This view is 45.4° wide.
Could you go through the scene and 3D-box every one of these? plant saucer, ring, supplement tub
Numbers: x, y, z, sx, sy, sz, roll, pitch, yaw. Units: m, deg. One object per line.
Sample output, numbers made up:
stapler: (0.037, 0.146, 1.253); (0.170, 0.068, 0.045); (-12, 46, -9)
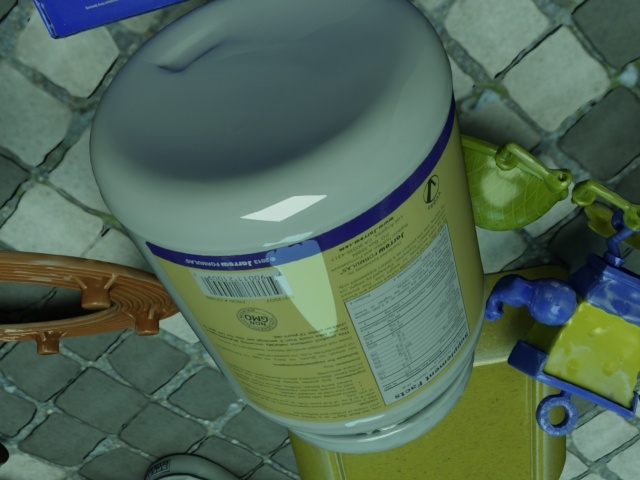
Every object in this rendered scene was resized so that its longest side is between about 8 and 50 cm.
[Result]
plant saucer: (0.123, 0.203, 0.857); (0.333, 0.081, 0.332); (-10, 125, 3)
ring: (-0.283, 0.064, 0.639); (0.337, 0.032, 0.336); (-5, 165, -1)
supplement tub: (0.000, 0.000, 0.592); (0.241, 0.241, 0.331); (-15, 137, 6)

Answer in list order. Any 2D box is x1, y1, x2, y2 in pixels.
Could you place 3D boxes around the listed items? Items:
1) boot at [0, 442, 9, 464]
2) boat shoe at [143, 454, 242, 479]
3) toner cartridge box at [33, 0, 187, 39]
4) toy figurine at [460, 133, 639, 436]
boot: (-0.420, 0.271, 0.891); (0.107, 0.037, 0.114); (20, 118, -1)
boat shoe: (-0.060, 0.404, 0.934); (0.367, 0.156, 0.136); (38, 115, -25)
toner cartridge box: (-0.052, -0.270, 0.523); (0.348, 0.075, 0.165); (-14, 125, 6)
toy figurine: (0.233, 0.074, 0.669); (0.363, 0.191, 0.217); (23, 98, -12)
